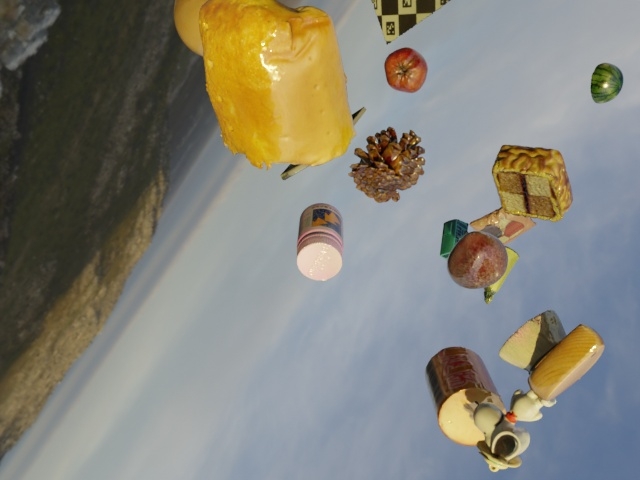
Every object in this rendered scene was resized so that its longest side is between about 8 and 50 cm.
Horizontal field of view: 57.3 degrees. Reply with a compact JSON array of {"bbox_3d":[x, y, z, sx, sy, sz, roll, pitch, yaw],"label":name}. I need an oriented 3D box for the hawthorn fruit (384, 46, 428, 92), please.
[{"bbox_3d":[0.315,-0.608,2.094,0.163,0.162,0.203,-49,173,28],"label":"hawthorn fruit"}]

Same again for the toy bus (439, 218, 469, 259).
[{"bbox_3d":[0.521,-0.004,2.285,0.079,0.091,0.160,-21,-131,51],"label":"toy bus"}]

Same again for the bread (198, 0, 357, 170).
[{"bbox_3d":[-0.131,-0.357,1.312,0.361,0.394,0.250,23,-128,37],"label":"bread"}]

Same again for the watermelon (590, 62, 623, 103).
[{"bbox_3d":[0.754,-0.410,1.530,0.062,0.105,0.106,21,-105,47],"label":"watermelon"}]

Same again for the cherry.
[{"bbox_3d":[0.438,0.054,1.616,0.176,0.176,0.140,-46,-135,39],"label":"cherry"}]

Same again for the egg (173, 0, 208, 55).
[{"bbox_3d":[-0.323,-0.791,2.004,0.374,0.301,0.301,-46,-172,-21],"label":"egg"}]

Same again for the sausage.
[{"bbox_3d":[0.492,0.530,2.026,0.233,0.233,0.287,-52,-171,15],"label":"sausage"}]

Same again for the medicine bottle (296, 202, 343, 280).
[{"bbox_3d":[0.000,0.000,2.226,0.178,0.178,0.291,-49,-161,27],"label":"medicine bottle"}]

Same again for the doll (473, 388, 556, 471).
[{"bbox_3d":[0.566,0.539,1.696,0.271,0.208,0.143,-34,158,34],"label":"doll"}]

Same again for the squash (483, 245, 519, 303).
[{"bbox_3d":[0.667,0.137,2.212,0.224,0.094,0.094,-64,-167,-11],"label":"squash"}]

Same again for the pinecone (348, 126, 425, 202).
[{"bbox_3d":[0.166,-0.189,1.424,0.195,0.150,0.179,-34,149,-3],"label":"pinecone"}]

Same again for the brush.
[{"bbox_3d":[0.561,0.252,1.402,0.174,0.166,0.267,-22,148,-24],"label":"brush"}]

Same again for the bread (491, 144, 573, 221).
[{"bbox_3d":[0.539,-0.146,1.486,0.181,0.222,0.096,9,-118,35],"label":"bread"}]

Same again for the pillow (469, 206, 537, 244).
[{"bbox_3d":[0.765,-0.064,2.436,0.236,0.223,0.084,-30,-137,17],"label":"pillow"}]

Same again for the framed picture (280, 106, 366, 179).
[{"bbox_3d":[0.003,-0.270,1.631,0.260,0.023,0.189,-22,-153,53],"label":"framed picture"}]

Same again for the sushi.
[{"bbox_3d":[0.147,-0.529,1.055,0.050,0.264,0.290,-20,-179,-32],"label":"sushi"}]

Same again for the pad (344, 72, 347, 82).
[{"bbox_3d":[-0.062,-0.500,1.806,0.176,0.266,0.002,-58,178,25],"label":"pad"}]
